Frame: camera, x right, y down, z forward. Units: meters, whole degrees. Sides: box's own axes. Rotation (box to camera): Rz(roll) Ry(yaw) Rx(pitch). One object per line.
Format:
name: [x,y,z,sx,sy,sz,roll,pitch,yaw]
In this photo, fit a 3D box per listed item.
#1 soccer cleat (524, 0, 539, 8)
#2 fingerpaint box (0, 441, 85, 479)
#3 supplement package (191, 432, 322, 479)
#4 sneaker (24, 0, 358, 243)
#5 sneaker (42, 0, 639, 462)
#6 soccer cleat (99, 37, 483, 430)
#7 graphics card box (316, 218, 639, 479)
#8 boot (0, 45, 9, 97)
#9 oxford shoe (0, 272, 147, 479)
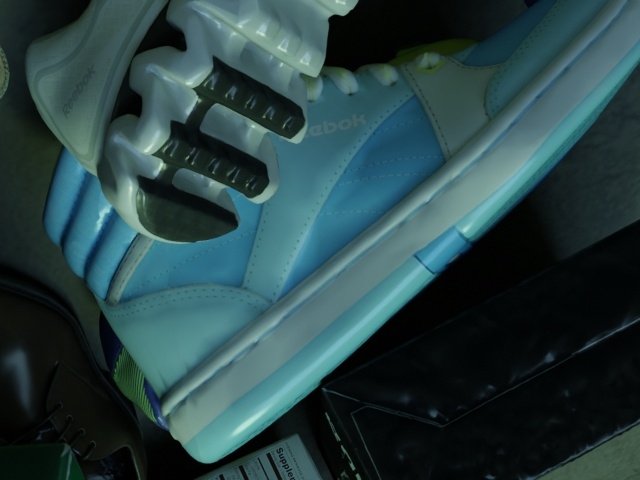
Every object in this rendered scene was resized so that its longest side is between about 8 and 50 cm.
soccer cleat: [0.105,-0.242,0.590,0.116,0.109,0.318,-4,132,-3]
fingerpaint box: [-0.248,0.296,0.583,0.371,0.163,0.445,-4,136,5]
supplement package: [-0.071,0.267,0.848,0.203,0.149,0.194,-23,152,-10]
sneaker: [-0.018,-0.145,0.515,0.292,0.118,0.110,-53,147,1]
sneaker: [-0.003,-0.067,0.610,0.319,0.208,0.127,-42,172,-2]
soccer cleat: [0.000,0.001,0.711,0.289,0.121,0.093,-38,135,5]
graphics card box: [0.116,0.094,0.752,0.232,0.094,0.371,-27,170,-6]
boot: [-0.242,-0.091,0.462,0.213,0.165,0.077,22,76,-45]
oxford shoe: [-0.161,0.096,0.722,0.083,0.096,0.227,-34,134,4]
